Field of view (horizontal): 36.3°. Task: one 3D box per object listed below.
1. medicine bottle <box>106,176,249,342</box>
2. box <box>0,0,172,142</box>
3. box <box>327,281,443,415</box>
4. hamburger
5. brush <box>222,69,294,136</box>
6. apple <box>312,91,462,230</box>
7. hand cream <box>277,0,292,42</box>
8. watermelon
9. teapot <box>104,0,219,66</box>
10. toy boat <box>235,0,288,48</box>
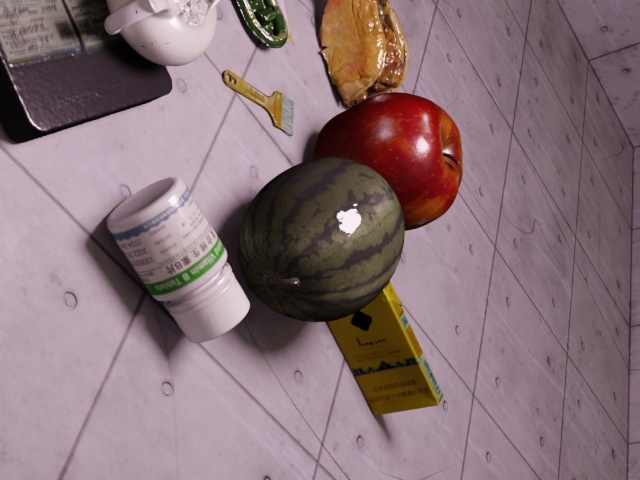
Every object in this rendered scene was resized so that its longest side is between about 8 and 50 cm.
[{"bbox_3d":[-0.215,0.033,1.505,0.237,0.139,0.139,62,34,-20],"label":"medicine bottle"},{"bbox_3d":[-0.373,-0.284,1.477,0.350,0.058,0.211,-33,102,-57],"label":"box"},{"bbox_3d":[0.119,0.214,1.918,0.279,0.153,0.041,64,33,-16],"label":"box"},{"bbox_3d":[0.098,-0.438,2.171,0.155,0.245,0.282,-7,126,-62],"label":"hamburger"},{"bbox_3d":[-0.118,-0.279,1.906,0.218,0.010,0.083,28,54,-49],"label":"brush"},{"bbox_3d":[0.141,-0.156,1.966,0.288,0.316,0.288,23,60,-49],"label":"apple"},{"bbox_3d":[-0.097,-0.491,2.008,0.076,0.047,0.174,-36,115,-56],"label":"hand cream"},{"bbox_3d":[0.000,0.000,1.719,0.359,0.278,0.279,-43,113,-49],"label":"watermelon"},{"bbox_3d":[-0.245,-0.373,1.528,0.300,0.165,0.209,-64,142,-61],"label":"teapot"},{"bbox_3d":[-0.127,-0.479,1.938,0.104,0.052,0.210,-36,107,-43],"label":"toy boat"}]
